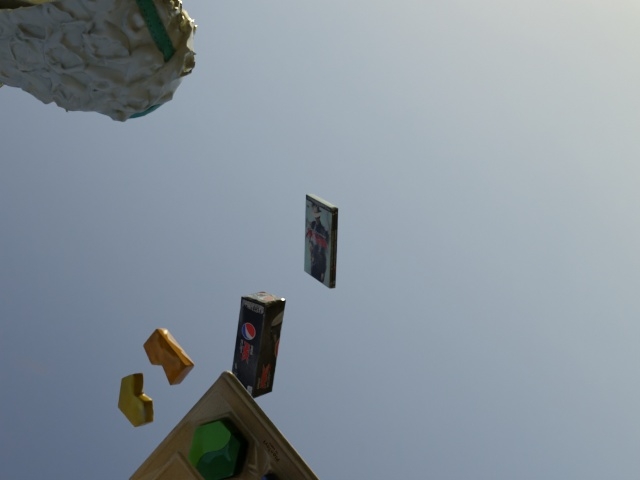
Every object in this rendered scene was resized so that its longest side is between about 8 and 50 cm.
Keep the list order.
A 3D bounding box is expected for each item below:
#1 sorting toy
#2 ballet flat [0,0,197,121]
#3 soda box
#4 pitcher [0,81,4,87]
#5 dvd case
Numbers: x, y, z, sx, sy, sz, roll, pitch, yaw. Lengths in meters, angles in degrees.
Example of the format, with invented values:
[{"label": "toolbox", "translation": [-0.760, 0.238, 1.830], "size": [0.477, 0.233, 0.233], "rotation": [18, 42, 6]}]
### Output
[{"label": "sorting toy", "translation": [-0.140, 0.260, 1.067], "size": [0.307, 0.229, 0.041], "rotation": [47, -162, 23]}, {"label": "ballet flat", "translation": [-0.269, -0.209, 0.676], "size": [0.408, 0.147, 0.147], "rotation": [19, -154, 16]}, {"label": "soda box", "translation": [-0.105, 0.174, 1.597], "size": [0.060, 0.053, 0.169], "rotation": [-12, -65, -54]}, {"label": "pitcher", "translation": [-0.458, -0.204, 1.068], "size": [0.207, 0.125, 0.178], "rotation": [44, -123, -36]}, {"label": "dvd case", "translation": [0.000, 0.000, 1.376], "size": [0.013, 0.120, 0.087], "rotation": [-5, -161, -26]}]
